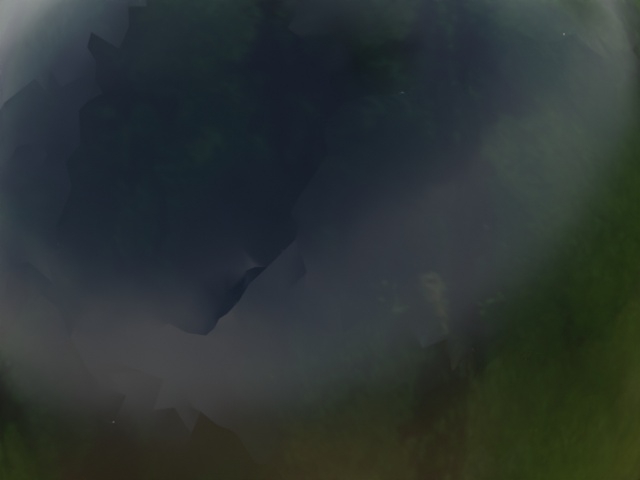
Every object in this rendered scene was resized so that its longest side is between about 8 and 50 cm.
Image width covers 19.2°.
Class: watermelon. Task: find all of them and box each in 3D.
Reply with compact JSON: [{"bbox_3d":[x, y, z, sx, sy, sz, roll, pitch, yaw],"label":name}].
[{"bbox_3d":[0.000,0.005,0.529,0.242,0.242,0.242,-15,30,9],"label":"watermelon"}]
